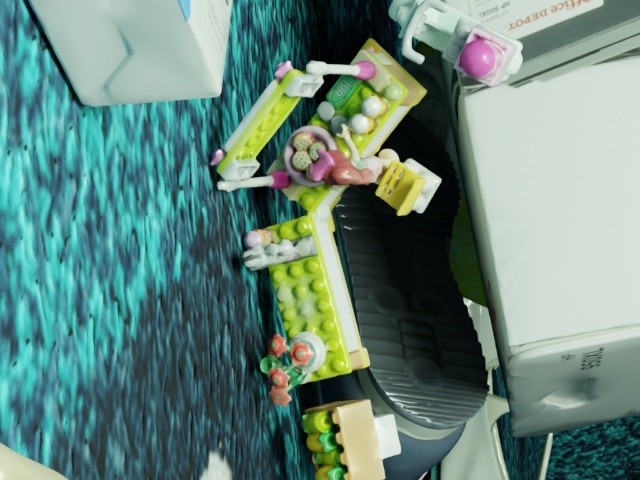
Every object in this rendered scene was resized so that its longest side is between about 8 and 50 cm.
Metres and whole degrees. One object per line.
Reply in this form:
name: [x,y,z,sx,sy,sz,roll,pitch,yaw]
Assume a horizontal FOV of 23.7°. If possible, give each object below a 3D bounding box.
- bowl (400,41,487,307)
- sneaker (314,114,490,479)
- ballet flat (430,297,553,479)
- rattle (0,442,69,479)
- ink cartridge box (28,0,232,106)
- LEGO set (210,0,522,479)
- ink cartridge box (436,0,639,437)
bowl: [0.130,-0.081,1.274,0.156,0.289,0.289,5,79,-35]
sneaker: [0.030,0.035,1.038,0.319,0.112,0.131,-90,-159,-48]
ballet flat: [0.164,0.147,1.510,0.139,0.139,0.400,-13,99,-78]
rattle: [-0.126,0.100,0.353,0.130,0.143,0.200,57,14,28]
ink cartridge box: [-0.072,-0.156,0.616,0.104,0.060,0.180,69,20,-54]
LEGO set: [0.000,0.000,0.830,0.107,0.132,0.287,-9,119,-62]
ink cartridge box: [0.166,-0.095,0.995,0.285,0.166,0.395,62,18,-72]
